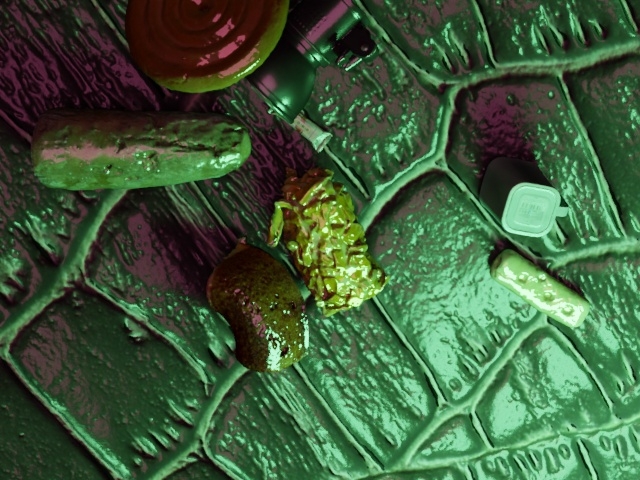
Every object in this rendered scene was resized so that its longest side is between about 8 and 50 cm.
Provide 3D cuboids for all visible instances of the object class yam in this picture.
[{"bbox_3d":[-0.273,-0.147,1.549,0.330,0.133,0.133,-3,106,-8],"label":"yam"}]

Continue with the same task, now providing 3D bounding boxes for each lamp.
[{"bbox_3d":[-0.009,-0.301,1.506,0.227,0.147,0.172,-43,70,7],"label":"lamp"}]

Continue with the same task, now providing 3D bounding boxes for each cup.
[{"bbox_3d":[0.337,-0.068,1.617,0.128,0.129,0.095,10,111,-11],"label":"cup"}]

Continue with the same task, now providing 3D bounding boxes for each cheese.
[{"bbox_3d":[0.376,0.084,1.705,0.194,0.043,0.065,31,106,-14],"label":"cheese"}]

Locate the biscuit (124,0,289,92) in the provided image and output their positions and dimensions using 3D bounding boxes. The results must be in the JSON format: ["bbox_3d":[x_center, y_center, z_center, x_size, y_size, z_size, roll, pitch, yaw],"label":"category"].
[{"bbox_3d":[-0.174,-0.341,1.475,0.261,0.037,0.262,-4,76,14],"label":"biscuit"}]

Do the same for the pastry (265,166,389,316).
[{"bbox_3d":[0.000,0.000,1.618,0.154,0.102,0.250,-29,106,0],"label":"pastry"}]

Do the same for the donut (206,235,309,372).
[{"bbox_3d":[-0.102,0.107,1.614,0.144,0.126,0.187,12,119,31],"label":"donut"}]

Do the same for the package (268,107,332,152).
[{"bbox_3d":[-0.033,-0.189,1.609,0.110,0.015,0.037,37,91,-12],"label":"package"}]
